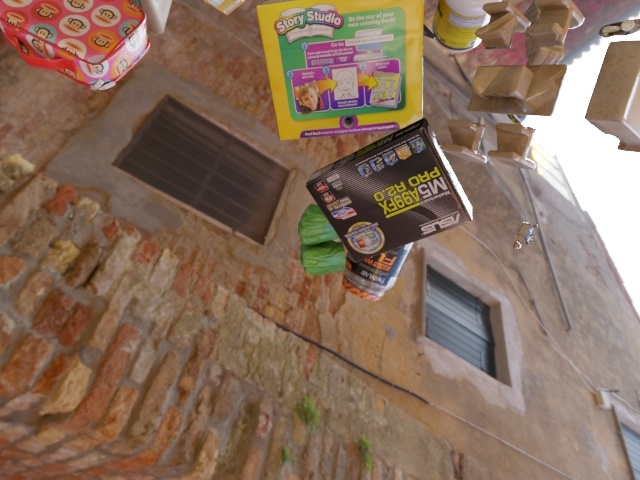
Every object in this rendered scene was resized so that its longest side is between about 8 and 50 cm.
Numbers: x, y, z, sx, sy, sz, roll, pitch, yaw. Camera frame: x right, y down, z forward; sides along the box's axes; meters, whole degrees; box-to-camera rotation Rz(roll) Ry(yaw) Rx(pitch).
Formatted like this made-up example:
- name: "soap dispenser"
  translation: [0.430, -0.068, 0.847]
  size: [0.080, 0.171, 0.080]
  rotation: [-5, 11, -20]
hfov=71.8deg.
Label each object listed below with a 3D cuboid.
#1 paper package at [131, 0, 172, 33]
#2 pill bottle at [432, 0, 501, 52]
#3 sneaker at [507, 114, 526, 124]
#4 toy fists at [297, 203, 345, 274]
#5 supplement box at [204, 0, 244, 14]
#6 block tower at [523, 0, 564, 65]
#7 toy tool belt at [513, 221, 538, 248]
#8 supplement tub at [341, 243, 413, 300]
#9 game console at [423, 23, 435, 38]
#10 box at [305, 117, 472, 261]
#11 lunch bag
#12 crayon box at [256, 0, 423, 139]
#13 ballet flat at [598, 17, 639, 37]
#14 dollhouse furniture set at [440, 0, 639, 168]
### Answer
- name: "paper package"
  translation: [-0.558, -0.864, 1.347]
  size: [0.325, 0.168, 0.309]
  rotation: [147, -47, -80]
- name: "pill bottle"
  translation: [0.469, -0.760, 1.397]
  size: [0.187, 0.188, 0.334]
  rotation: [-58, 173, -1]
- name: "sneaker"
  translation: [0.672, -0.468, 1.537]
  size: [0.059, 0.144, 0.053]
  rotation: [-46, -152, 8]
- name: "toy fists"
  translation: [0.000, 0.000, 1.386]
  size: [0.096, 0.142, 0.279]
  rotation: [-107, -169, -45]
- name: "supplement box"
  translation: [-0.290, -0.715, 1.258]
  size: [0.080, 0.078, 0.233]
  rotation: [-32, -167, 11]
- name: "block tower"
  translation: [0.816, -0.758, 1.623]
  size: [0.097, 0.091, 0.335]
  rotation: [112, -9, -64]
- name: "toy tool belt"
  translation: [0.599, -0.012, 1.289]
  size: [0.051, 0.052, 0.083]
  rotation: [13, -96, 36]
- name: "supplement tub"
  translation: [0.199, 0.035, 1.507]
  size: [0.193, 0.194, 0.315]
  rotation: [-117, -134, -67]
- name: "game console"
  translation: [0.281, -0.658, 1.391]
  size: [0.071, 0.122, 0.107]
  rotation: [-52, -142, 18]
- name: "box"
  translation: [0.137, -0.091, 0.902]
  size: [0.270, 0.216, 0.060]
  rotation: [-21, -156, 29]
- name: "lunch bag"
  translation: [-0.585, -0.492, 1.038]
  size: [0.258, 0.293, 0.120]
  rotation: [-62, -179, -26]
- name: "crayon box"
  translation: [0.057, -0.421, 1.062]
  size: [0.106, 0.363, 0.312]
  rotation: [-84, 168, -57]
- name: "ballet flat"
  translation: [0.819, -0.579, 1.205]
  size: [0.114, 0.041, 0.041]
  rotation: [15, -107, 56]
- name: "dollhouse furniture set"
  translation: [0.559, -0.344, 1.053]
  size: [0.394, 0.257, 0.361]
  rotation: [23, -78, 47]
